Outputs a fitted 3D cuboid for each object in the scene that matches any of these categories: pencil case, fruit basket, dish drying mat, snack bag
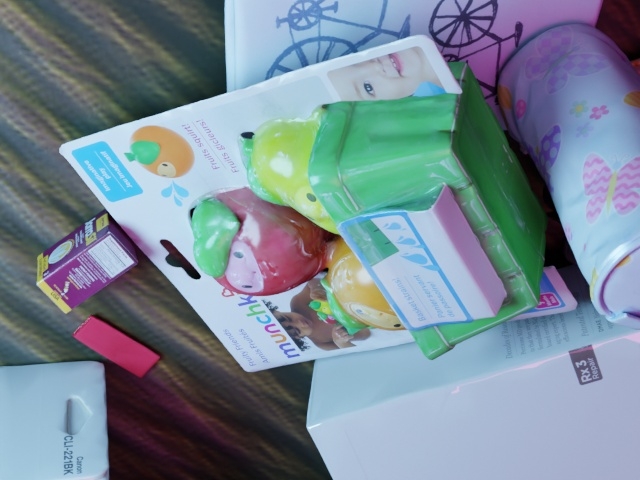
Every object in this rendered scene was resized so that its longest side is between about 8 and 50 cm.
[{"bbox_3d":[0.231,-0.059,0.912,0.124,0.273,0.113,-41,130,23],"label":"pencil case"},{"bbox_3d":[0.000,0.000,0.960,0.353,0.165,0.327,-16,130,23],"label":"fruit basket"},{"bbox_3d":[-0.198,0.103,1.093,0.083,0.008,0.032,36,105,-27],"label":"dish drying mat"},{"bbox_3d":[0.089,-0.201,0.931,0.343,0.037,0.323,-9,139,-10],"label":"snack bag"}]

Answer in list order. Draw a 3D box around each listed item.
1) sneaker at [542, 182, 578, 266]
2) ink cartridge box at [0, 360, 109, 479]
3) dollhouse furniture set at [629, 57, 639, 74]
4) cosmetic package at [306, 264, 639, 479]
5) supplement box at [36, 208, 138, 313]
[{"bbox_3d":[0.236,-0.025,1.031,0.170,0.089,0.051,-22,132,-50],"label":"sneaker"},{"bbox_3d":[-0.256,0.278,1.060,0.114,0.197,0.272,0,116,-12],"label":"ink cartridge box"},{"bbox_3d":[0.365,-0.116,1.083,0.182,0.101,0.161,-18,144,-4],"label":"dollhouse furniture set"},{"bbox_3d":[0.201,0.164,1.080,0.385,0.156,0.217,-21,113,12],"label":"cosmetic package"},{"bbox_3d":[-0.212,0.018,1.019,0.083,0.055,0.043,-35,119,5],"label":"supplement box"}]
